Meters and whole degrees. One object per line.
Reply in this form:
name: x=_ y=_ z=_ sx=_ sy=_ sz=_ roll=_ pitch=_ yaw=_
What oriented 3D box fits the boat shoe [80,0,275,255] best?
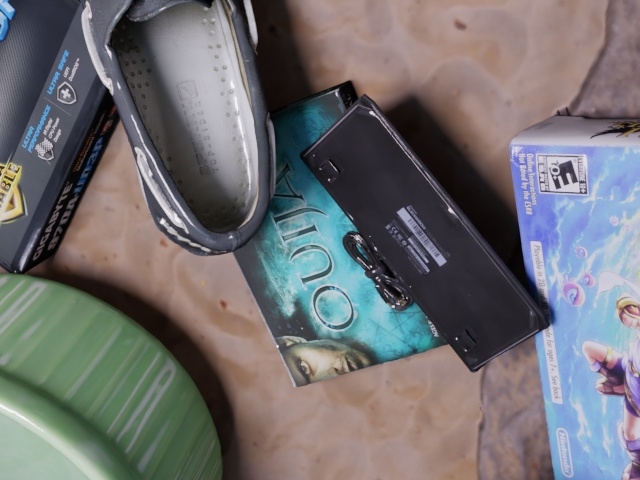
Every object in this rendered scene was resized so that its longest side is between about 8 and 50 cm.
boat shoe: x=-0.091 y=-0.139 z=0.884 sx=0.114 sy=0.091 sz=0.303 roll=-22 pitch=98 yaw=-11

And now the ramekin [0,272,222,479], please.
ramekin: x=-0.218 y=0.170 z=1.031 sx=0.303 sy=0.148 sz=0.303 roll=11 pitch=126 yaw=16

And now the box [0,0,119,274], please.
box: x=-0.229 y=-0.110 z=1.009 sx=0.175 sy=0.051 sz=0.220 roll=35 pitch=119 yaw=7

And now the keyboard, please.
keyboard: x=0.059 y=0.001 z=0.908 sx=0.180 sy=0.023 sz=0.108 roll=52 pitch=138 yaw=2

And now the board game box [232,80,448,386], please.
board game box: x=0.000 y=0.000 z=0.970 sx=0.126 sy=0.026 sz=0.186 roll=-19 pitch=101 yaw=27

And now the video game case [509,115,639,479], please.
video game case: x=0.242 y=0.064 z=0.837 sx=0.244 sy=0.061 sz=0.270 roll=3 pitch=112 yaw=39
